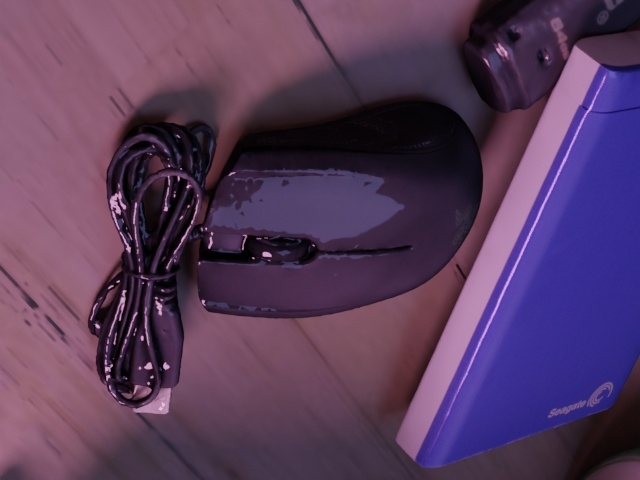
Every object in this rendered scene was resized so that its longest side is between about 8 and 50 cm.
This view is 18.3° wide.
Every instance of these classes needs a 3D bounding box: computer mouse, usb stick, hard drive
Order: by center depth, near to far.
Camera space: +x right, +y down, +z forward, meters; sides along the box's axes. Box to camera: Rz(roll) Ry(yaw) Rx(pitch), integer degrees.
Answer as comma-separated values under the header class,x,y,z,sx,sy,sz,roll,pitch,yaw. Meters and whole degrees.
class,x,y,z,sx,sy,sz,roll,pitch,yaw
computer mouse,0.000,0.000,1.168,0.272,0.072,0.188,-17,131,-33
usb stick,0.203,-0.181,1.228,0.278,0.045,0.077,-38,141,-12
hard drive,0.184,0.001,1.326,0.210,0.040,0.319,-13,135,-43

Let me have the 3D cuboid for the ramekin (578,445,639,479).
class,x,y,z,sx,sy,sz,roll,pitch,yaw
ramekin,0.305,0.287,1.518,0.148,0.303,0.303,-3,124,-32
